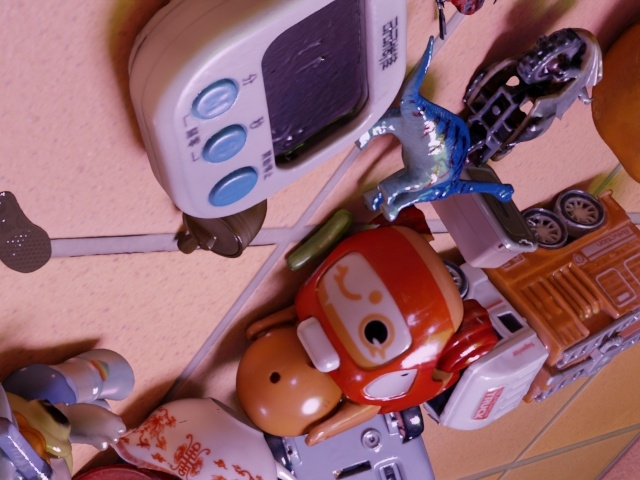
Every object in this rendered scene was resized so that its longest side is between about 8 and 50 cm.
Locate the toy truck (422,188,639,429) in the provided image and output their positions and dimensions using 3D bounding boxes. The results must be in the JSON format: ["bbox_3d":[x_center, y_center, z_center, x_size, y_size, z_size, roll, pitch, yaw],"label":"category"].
[{"bbox_3d":[0.271,0.097,1.976,0.387,0.207,0.173,-25,151,-32],"label":"toy truck"}]

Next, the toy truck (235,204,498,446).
[{"bbox_3d":[0.033,0.107,1.659,0.239,0.189,0.265,-23,161,-26],"label":"toy truck"}]

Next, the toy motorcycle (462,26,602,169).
[{"bbox_3d":[0.220,-0.149,1.620,0.130,0.094,0.229,-26,163,-40],"label":"toy motorcycle"}]

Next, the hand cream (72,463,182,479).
[{"bbox_3d":[-0.206,0.347,1.709,0.193,0.193,0.125,-45,156,10],"label":"hand cream"}]

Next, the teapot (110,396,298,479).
[{"bbox_3d":[-0.110,0.242,1.688,0.116,0.245,0.159,-58,-162,-15],"label":"teapot"}]

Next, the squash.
[{"bbox_3d":[0.001,0.000,1.626,0.089,0.027,0.027,-42,157,7],"label":"squash"}]

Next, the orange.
[{"bbox_3d":[0.428,-0.180,1.737,0.249,0.183,0.249,-19,158,-8],"label":"orange"}]

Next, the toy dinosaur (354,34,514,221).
[{"bbox_3d":[0.099,-0.079,1.537,0.144,0.076,0.329,-32,146,4],"label":"toy dinosaur"}]

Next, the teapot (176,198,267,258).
[{"bbox_3d":[-0.103,-0.023,1.409,0.080,0.085,0.110,-54,-165,-29],"label":"teapot"}]

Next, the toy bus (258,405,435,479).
[{"bbox_3d":[0.038,0.275,1.867,0.194,0.287,0.232,-18,-177,-1],"label":"toy bus"}]

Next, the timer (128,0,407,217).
[{"bbox_3d":[-0.041,-0.137,1.245,0.237,0.087,0.262,-34,156,-14],"label":"timer"}]

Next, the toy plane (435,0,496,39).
[{"bbox_3d":[0.127,-0.237,1.393,0.060,0.037,0.145,-28,160,-4],"label":"toy plane"}]

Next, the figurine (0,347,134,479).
[{"bbox_3d":[-0.302,0.192,1.345,0.224,0.205,0.382,-49,175,9],"label":"figurine"}]

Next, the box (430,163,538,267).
[{"bbox_3d":[0.182,-0.026,1.746,0.062,0.122,0.089,-37,160,25],"label":"box"}]

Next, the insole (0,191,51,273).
[{"bbox_3d":[-0.250,-0.004,1.264,0.045,0.002,0.135,-37,156,-11],"label":"insole"}]
